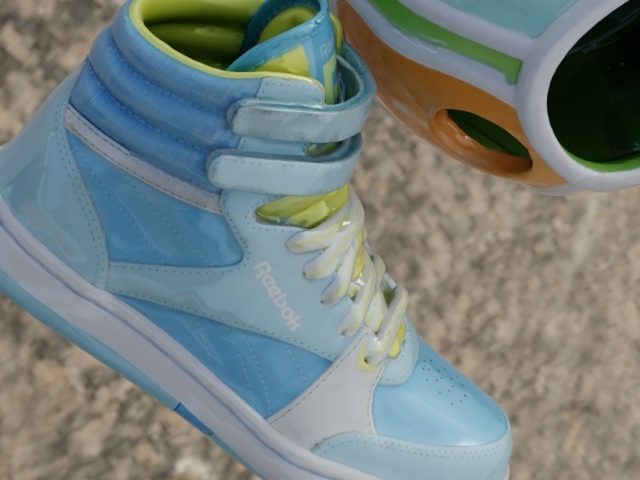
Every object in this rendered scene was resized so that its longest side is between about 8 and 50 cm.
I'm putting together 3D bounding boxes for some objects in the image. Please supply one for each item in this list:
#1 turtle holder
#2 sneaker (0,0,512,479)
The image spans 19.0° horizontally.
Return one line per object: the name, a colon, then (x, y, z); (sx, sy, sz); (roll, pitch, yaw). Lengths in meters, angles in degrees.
turtle holder: (0.161, -0.153, 0.966); (0.320, 0.243, 0.227); (-15, 40, -6)
sneaker: (0.000, 0.000, 0.941); (0.319, 0.208, 0.127); (31, 28, -12)
